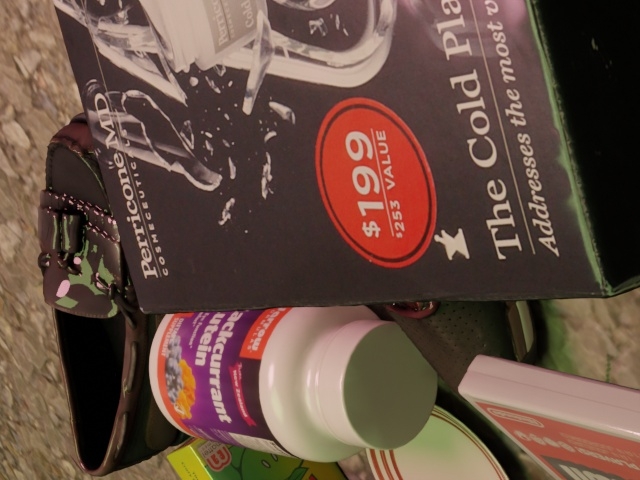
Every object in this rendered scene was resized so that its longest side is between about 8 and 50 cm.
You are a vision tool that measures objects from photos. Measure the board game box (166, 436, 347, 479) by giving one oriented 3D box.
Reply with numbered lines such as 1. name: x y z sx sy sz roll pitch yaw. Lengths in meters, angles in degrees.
1. board game box: -0.020 0.203 1.214 0.181 0.092 0.043 56 146 -2

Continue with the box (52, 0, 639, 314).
1. box: 0.026 -0.154 0.708 0.312 0.179 0.343 -6 101 54

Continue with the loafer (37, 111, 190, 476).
1. loafer: -0.161 0.053 1.255 0.109 0.095 0.302 24 136 38

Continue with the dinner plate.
1. dinner plate: 0.085 0.160 1.114 0.141 0.017 0.141 31 140 31

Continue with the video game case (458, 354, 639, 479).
1. video game case: 0.218 0.153 0.810 0.285 0.025 0.204 42 161 -33

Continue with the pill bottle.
1. pill bottle: -0.018 0.087 1.095 0.193 0.108 0.108 2 120 50

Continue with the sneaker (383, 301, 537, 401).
1. sneaker: 0.000 0.000 0.947 0.106 0.162 0.281 -19 103 56
